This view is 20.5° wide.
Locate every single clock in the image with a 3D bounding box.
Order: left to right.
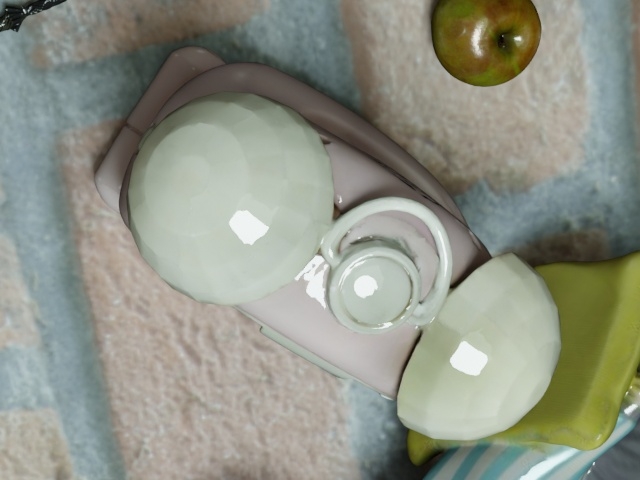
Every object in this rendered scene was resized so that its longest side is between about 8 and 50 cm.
[{"bbox_3d":[0.000,0.000,1.315,0.342,0.326,0.184,26,98,-18],"label":"clock"}]

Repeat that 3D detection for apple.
[{"bbox_3d":[0.134,-0.169,1.426,0.089,0.074,0.089,-5,108,-14],"label":"apple"}]

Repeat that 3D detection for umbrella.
[{"bbox_3d":[-0.216,-0.184,1.374,0.149,0.022,0.022,-29,106,-13],"label":"umbrella"}]

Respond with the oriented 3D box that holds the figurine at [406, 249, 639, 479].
[{"bbox_3d":[0.258,0.234,1.459,0.377,0.266,0.361,37,80,-23],"label":"figurine"}]
